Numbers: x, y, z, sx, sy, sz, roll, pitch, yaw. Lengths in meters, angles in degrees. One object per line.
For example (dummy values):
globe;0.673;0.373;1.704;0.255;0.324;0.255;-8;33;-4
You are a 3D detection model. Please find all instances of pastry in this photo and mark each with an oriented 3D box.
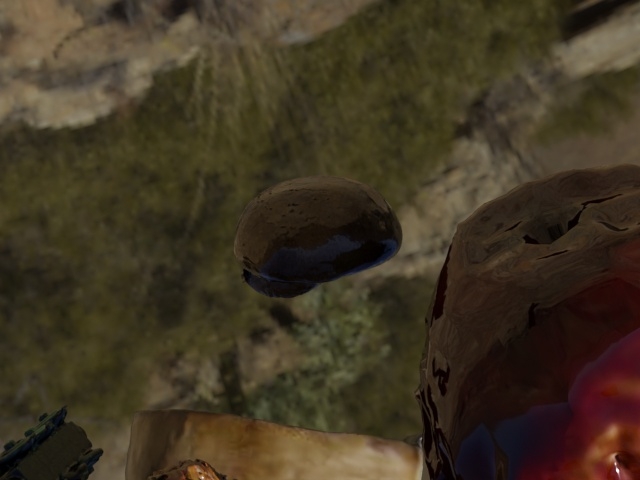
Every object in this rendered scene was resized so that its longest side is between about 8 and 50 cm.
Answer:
pastry;-0.091;0.201;1.084;0.063;0.087;0.169;-11;160;9

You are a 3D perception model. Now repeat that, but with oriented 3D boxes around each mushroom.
mushroom;0.000;0.000;1.069;0.127;0.087;0.127;-4;-164;1
mushroom;-0.070;0.387;1.620;0.313;0.397;0.224;11;166;-14

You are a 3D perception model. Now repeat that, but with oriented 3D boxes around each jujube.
jujube;0.203;0.146;0.984;0.276;0.377;0.276;-13;-157;6

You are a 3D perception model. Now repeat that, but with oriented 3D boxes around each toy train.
toy train;-0.253;0.207;1.298;0.111;0.071;0.170;-41;-179;13
